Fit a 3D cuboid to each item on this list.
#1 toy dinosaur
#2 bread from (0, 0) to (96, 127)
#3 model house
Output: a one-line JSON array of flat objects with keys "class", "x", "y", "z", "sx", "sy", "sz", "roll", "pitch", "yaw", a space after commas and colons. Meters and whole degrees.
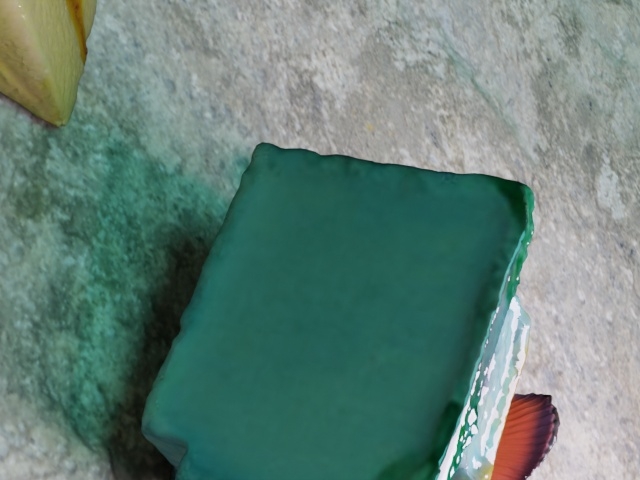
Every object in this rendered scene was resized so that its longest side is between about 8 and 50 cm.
[{"class": "toy dinosaur", "x": 0.134, "y": 0.135, "z": 1.439, "sx": 0.070, "sy": 0.139, "sz": 0.286, "roll": 47, "pitch": 41, "yaw": -26}, {"class": "bread", "x": -0.203, "y": -0.223, "z": 1.196, "sx": 0.264, "sy": 0.163, "sz": 0.168, "roll": 35, "pitch": 47, "yaw": -36}, {"class": "model house", "x": 0.040, "y": 0.113, "z": 1.272, "sx": 0.281, "sy": 0.230, "sz": 0.249, "roll": -67, "pitch": 151, "yaw": -23}]
